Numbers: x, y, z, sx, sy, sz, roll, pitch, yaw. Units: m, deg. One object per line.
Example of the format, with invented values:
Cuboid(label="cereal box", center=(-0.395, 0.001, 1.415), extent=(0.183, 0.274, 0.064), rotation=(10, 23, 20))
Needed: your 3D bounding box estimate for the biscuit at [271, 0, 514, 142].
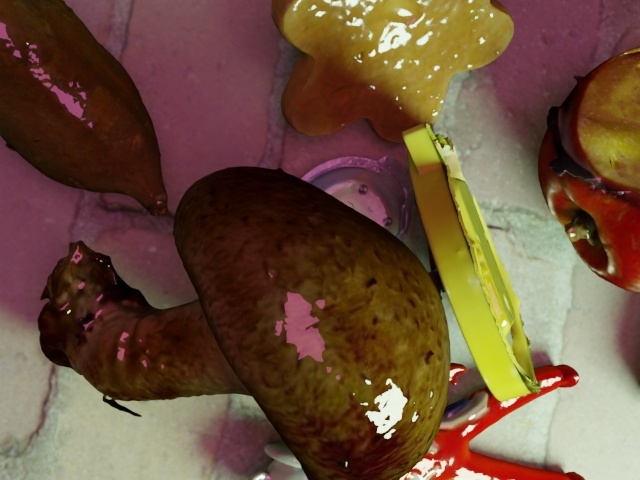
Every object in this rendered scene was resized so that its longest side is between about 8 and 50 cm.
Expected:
Cuboid(label="biscuit", center=(0.085, -0.252, 1.158), extent=(0.275, 0.052, 0.355), rotation=(-1, 130, -26))

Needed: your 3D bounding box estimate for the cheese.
Cuboid(label="cheese", center=(0.000, 0.000, 1.247), extent=(0.244, 0.052, 0.135), rotation=(-38, 96, -6))

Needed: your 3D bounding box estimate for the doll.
Cuboid(label="doll", center=(0.107, 0.232, 1.249), extent=(0.383, 0.099, 0.189), rotation=(-8, 91, -14))

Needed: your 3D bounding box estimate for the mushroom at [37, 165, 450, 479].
Cuboid(label="mushroom", center=(-0.064, 0.090, 1.056), extent=(0.356, 0.331, 0.334), rotation=(-15, 55, -17))

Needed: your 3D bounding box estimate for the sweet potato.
Cuboid(label="sweet potato", center=(-0.285, -0.163, 1.153), extent=(0.369, 0.158, 0.158), rotation=(41, 82, -18))

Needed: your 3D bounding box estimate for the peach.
Cuboid(label="peach", center=(0.398, -0.081, 1.256), extent=(0.361, 0.201, 0.258), rotation=(-34, 64, -22))

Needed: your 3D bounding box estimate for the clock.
Cuboid(label="clock", center=(0.142, 0.027, 1.170), extent=(0.071, 0.277, 0.294), rotation=(-22, 80, 12))
